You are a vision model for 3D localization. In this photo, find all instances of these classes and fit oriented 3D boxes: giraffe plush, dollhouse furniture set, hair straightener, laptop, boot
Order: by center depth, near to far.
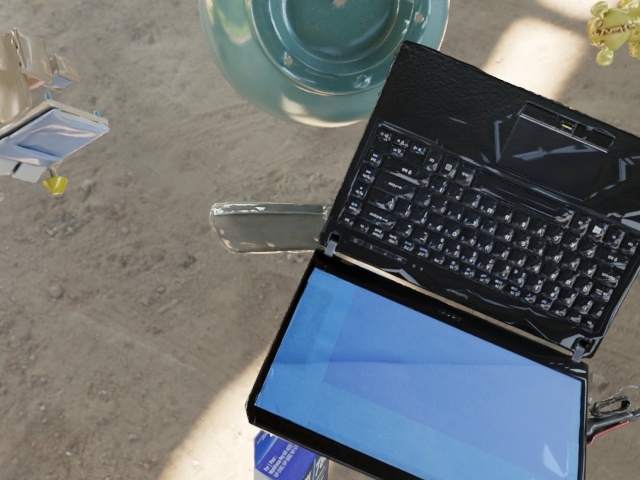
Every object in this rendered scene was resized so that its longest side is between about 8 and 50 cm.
[{"bbox_3d":[0.111,0.027,0.436,0.234,0.136,0.264,23,102,0],"label":"laptop"},{"bbox_3d":[0.001,-0.002,0.764,0.209,0.189,0.076,-11,58,23],"label":"boot"},{"bbox_3d":[-0.441,-0.134,1.026,0.286,0.303,0.198,-21,76,21],"label":"dollhouse furniture set"},{"bbox_3d":[0.471,0.304,1.093,0.230,0.089,0.047,-17,29,-1],"label":"hair straightener"},{"bbox_3d":[0.662,-0.465,1.402,0.171,0.210,0.181,-21,85,0],"label":"giraffe plush"}]

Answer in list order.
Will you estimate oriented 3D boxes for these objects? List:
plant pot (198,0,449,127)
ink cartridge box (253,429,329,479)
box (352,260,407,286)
[{"bbox_3d":[0.010,-0.253,0.684,0.293,0.293,0.196,-19,19,1],"label":"plant pot"},{"bbox_3d":[-0.042,0.395,0.950,0.065,0.332,0.165,9,21,19],"label":"ink cartridge box"},{"bbox_3d":[0.108,0.167,1.279,0.181,0.119,0.182,27,81,17],"label":"box"}]
